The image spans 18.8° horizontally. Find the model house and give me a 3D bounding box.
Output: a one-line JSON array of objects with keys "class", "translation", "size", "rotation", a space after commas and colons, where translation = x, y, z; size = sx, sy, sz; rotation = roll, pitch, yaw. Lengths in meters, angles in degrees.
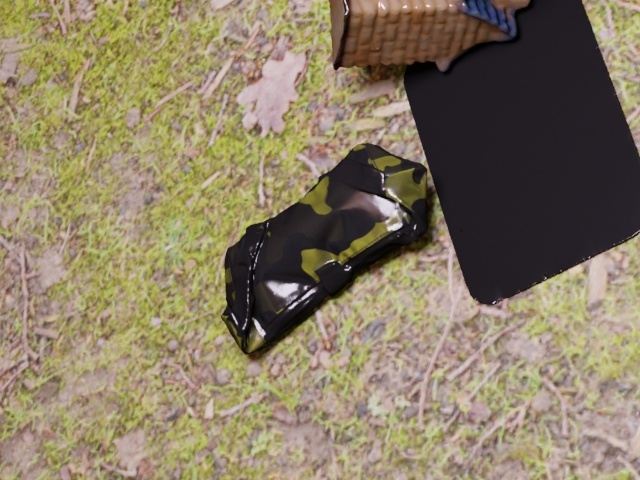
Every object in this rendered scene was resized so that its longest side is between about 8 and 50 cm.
[{"class": "model house", "translation": [0.096, -0.256, 1.658], "size": [0.172, 0.183, 0.166], "rotation": [0, 59, -6]}]

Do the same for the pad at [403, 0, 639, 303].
[{"class": "pad", "translation": [0.171, -0.088, 1.640], "size": [0.181, 0.004, 0.267], "rotation": [-27, 58, 22]}]

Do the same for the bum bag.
[{"class": "bum bag", "translation": [0.000, 0.000, 1.681], "size": [0.232, 0.060, 0.106], "rotation": [-37, 63, 19]}]
